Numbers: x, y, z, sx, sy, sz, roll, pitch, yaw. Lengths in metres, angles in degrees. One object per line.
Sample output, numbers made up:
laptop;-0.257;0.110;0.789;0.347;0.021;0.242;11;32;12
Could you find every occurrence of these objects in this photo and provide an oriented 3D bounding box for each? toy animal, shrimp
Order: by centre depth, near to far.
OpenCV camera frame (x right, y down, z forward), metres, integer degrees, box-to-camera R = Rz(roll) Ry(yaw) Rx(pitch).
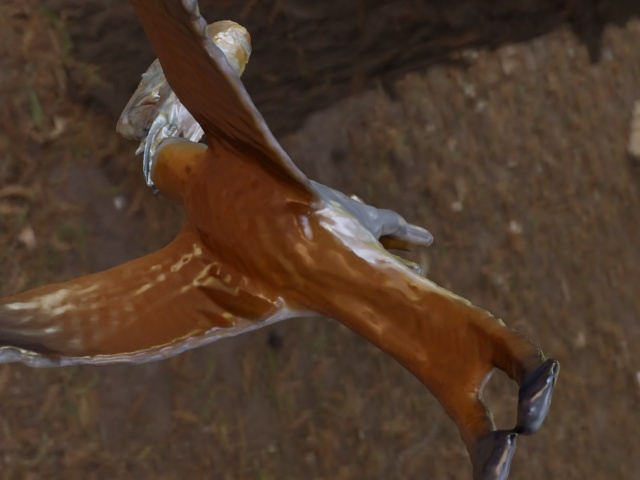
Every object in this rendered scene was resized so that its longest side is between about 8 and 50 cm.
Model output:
toy animal;0.007;-0.001;0.629;0.225;0.284;0.302;-64;160;8
shrimp;-0.162;-0.139;1.487;0.062;0.164;0.317;49;31;-25
